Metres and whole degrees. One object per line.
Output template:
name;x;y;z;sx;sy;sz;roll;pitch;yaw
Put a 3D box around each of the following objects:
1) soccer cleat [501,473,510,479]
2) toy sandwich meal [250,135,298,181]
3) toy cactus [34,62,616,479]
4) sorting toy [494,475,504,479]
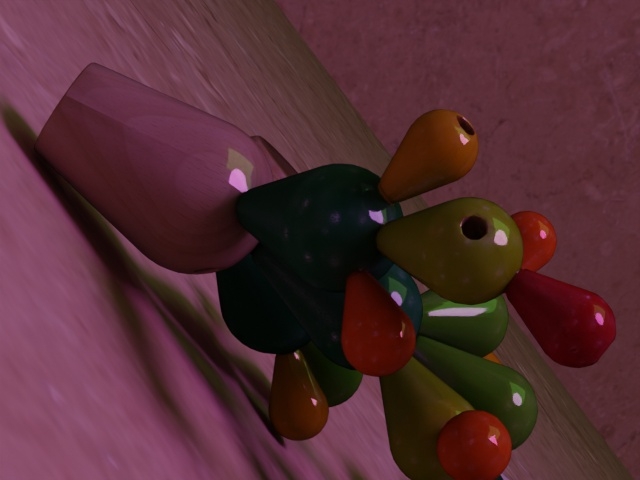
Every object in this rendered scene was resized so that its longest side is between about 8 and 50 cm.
soccer cleat;0.120;0.164;0.824;0.196;0.076;0.068;57;6;28
toy sandwich meal;-0.019;-0.017;1.011;0.085;0.029;0.085;49;6;-6
toy cactus;0.000;0.000;0.613;0.180;0.112;0.219;34;-7;-4
sorting toy;0.061;0.139;0.632;0.132;0.046;0.274;54;5;0
